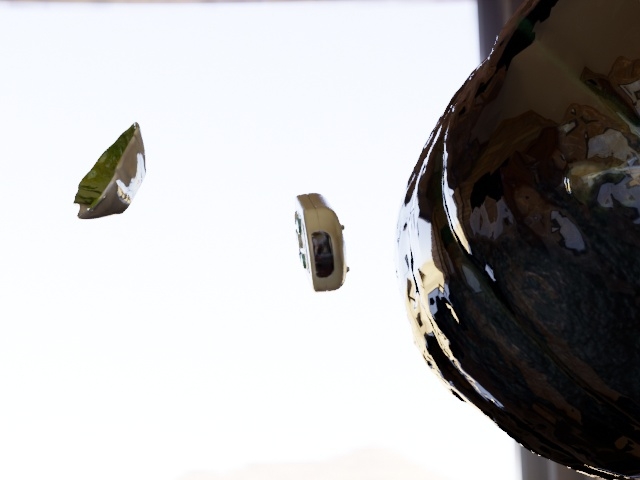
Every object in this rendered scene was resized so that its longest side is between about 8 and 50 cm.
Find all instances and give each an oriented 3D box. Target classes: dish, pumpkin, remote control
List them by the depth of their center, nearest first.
[{"bbox_3d":[0.206,-0.040,1.070,0.266,0.363,0.363,34,-14,-1],"label":"pumpkin"},{"bbox_3d":[0.000,0.000,1.812,0.042,0.078,0.221,-7,6,-4],"label":"remote control"},{"bbox_3d":[-0.191,-0.052,1.827,0.039,0.137,0.091,39,-69,-17],"label":"dish"}]
